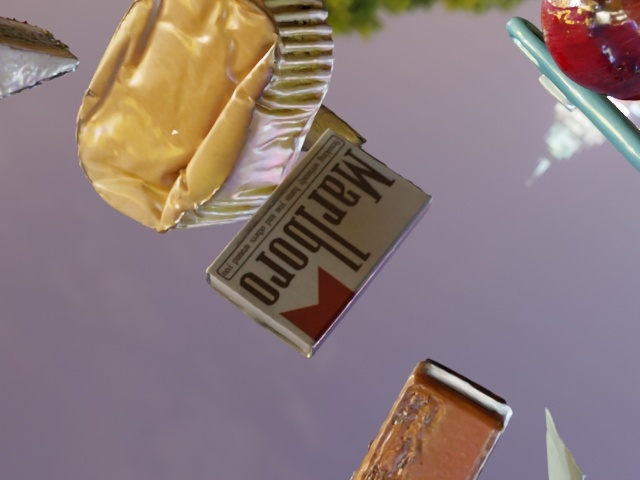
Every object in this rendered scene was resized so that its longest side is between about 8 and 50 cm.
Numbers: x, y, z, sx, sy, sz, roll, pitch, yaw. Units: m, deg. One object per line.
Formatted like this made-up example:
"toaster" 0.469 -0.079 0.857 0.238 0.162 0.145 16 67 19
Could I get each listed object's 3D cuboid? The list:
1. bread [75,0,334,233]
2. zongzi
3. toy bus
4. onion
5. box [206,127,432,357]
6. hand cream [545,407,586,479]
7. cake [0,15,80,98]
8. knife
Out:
"bread" -0.110 -0.149 1.717 0.204 0.288 0.156 32 -157 21
"zongzi" -0.052 -0.145 2.095 0.160 0.079 0.176 -4 -158 -26
"toy bus" 0.011 0.284 1.240 0.093 0.409 0.092 28 -174 7
"onion" 0.224 -0.163 1.196 0.131 0.131 0.131 36 -163 -13
"box" 0.000 0.000 1.434 0.115 0.177 0.036 36 160 10
"hand cream" 0.217 0.296 1.336 0.109 0.067 0.321 -108 7 -68
"cake" -0.313 -0.131 1.365 0.086 0.117 0.220 36 -163 31
"knife" 0.208 -0.108 1.311 0.064 0.031 0.222 35 -166 -46
